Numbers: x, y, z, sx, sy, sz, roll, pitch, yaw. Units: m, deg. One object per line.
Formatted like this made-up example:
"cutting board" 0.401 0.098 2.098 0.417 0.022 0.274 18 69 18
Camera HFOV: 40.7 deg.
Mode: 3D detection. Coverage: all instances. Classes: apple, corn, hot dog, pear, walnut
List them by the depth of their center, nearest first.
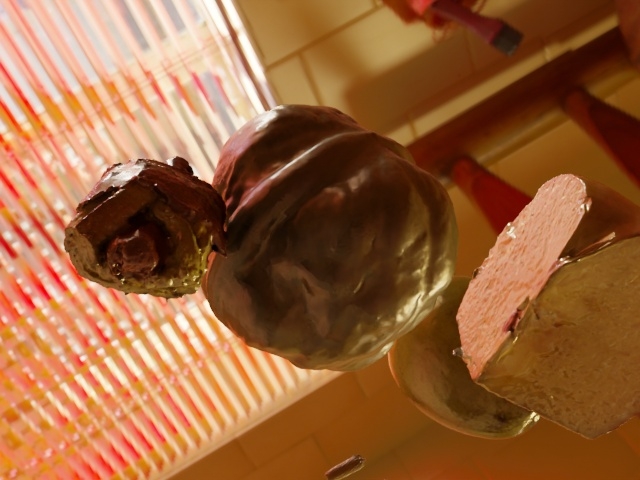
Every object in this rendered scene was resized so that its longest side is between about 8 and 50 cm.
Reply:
"hot dog" -0.158 -0.026 0.827 0.213 0.146 0.103 -94 16 -60
"walnut" 0.001 0.001 0.953 0.277 0.253 0.282 -64 28 26
"apple" 0.339 0.078 1.165 0.314 0.309 0.252 45 -156 30
"pear" 0.258 0.201 1.473 0.307 0.253 0.253 33 160 30
"corn" 0.046 0.416 1.577 0.028 0.083 0.027 52 157 39
